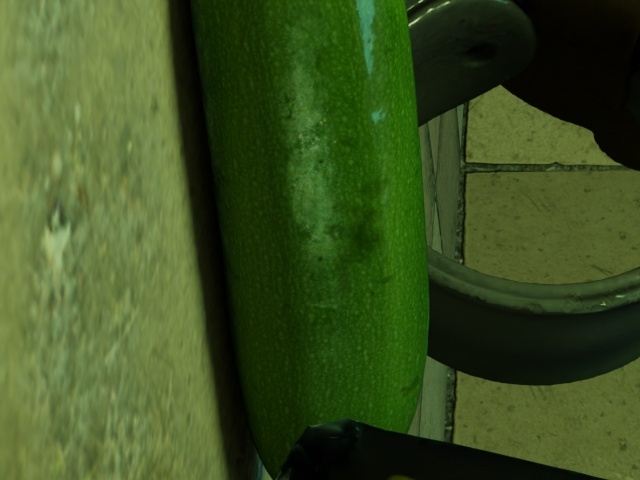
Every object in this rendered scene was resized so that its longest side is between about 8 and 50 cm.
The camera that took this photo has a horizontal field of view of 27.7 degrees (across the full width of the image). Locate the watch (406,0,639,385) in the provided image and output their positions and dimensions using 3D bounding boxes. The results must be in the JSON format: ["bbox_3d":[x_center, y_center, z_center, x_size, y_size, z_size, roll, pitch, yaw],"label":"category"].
[{"bbox_3d":[0.136,-0.077,0.930,0.314,0.335,0.327,85,29,-64],"label":"watch"}]

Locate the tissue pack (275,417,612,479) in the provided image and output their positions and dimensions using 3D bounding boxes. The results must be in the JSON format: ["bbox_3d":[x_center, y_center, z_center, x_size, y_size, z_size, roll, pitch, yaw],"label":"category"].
[{"bbox_3d":[0.064,0.298,0.443,0.416,0.264,0.253,-78,-175,-49],"label":"tissue pack"}]

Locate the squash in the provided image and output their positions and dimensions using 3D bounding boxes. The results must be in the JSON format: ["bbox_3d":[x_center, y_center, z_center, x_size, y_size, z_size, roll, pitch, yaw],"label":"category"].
[{"bbox_3d":[0.000,0.000,0.604,0.101,0.101,0.378,-73,164,-57],"label":"squash"}]
